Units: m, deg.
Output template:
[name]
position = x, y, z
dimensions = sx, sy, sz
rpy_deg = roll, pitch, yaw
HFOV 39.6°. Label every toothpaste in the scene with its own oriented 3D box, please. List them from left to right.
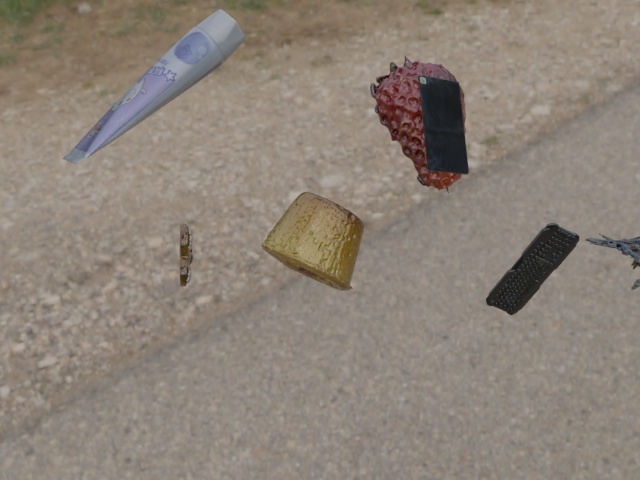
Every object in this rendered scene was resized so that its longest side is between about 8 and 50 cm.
[toothpaste]
position = -0.285, -0.251, 1.517
dimensions = 0.371, 0.080, 0.125
rpy_deg = -44, 25, -12

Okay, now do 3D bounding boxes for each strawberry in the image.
[strawberry]
position = 0.244, -0.281, 1.977
dimensions = 0.150, 0.253, 0.280
rpy_deg = -32, 46, 40

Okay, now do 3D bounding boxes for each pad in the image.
[pad]
position = 0.241, -0.226, 1.739
dimensions = 0.116, 0.193, 0.004
rpy_deg = 0, -10, -37

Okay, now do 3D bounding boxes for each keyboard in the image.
[keyboard]
position = 0.498, 0.070, 2.096
dimensions = 0.106, 0.262, 0.016
rpy_deg = 24, 28, -20

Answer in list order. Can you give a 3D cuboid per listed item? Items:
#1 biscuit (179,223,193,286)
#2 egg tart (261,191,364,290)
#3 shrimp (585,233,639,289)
[biscuit]
position = -0.294, 0.032, 1.939
dimensions = 0.031, 0.138, 0.205
rpy_deg = 0, -3, -11
[egg tart]
position = 0.000, 0.000, 1.771
dimensions = 0.202, 0.202, 0.147
rpy_deg = 23, 82, 38
[shrimp]
position = 0.716, 0.068, 1.787
dimensions = 0.372, 0.137, 0.172
rpy_deg = 5, 45, 32
